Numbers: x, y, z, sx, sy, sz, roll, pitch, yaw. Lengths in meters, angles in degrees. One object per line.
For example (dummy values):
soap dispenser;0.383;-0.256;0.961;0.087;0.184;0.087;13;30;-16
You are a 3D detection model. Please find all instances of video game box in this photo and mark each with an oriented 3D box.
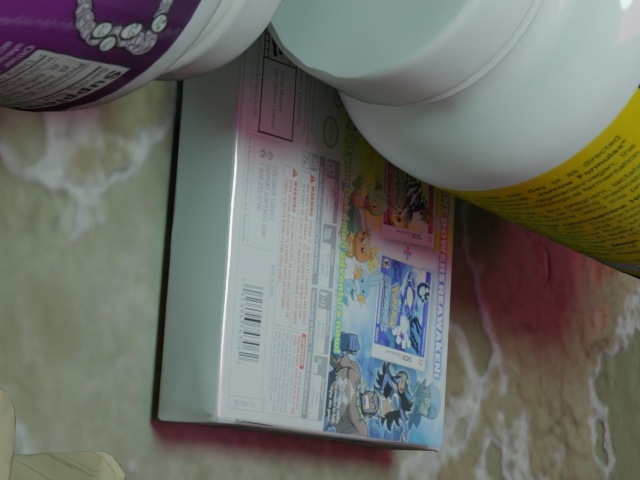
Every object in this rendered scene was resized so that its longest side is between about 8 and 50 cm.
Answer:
video game box;0.000;0.000;0.959;0.187;0.048;0.205;15;76;-48

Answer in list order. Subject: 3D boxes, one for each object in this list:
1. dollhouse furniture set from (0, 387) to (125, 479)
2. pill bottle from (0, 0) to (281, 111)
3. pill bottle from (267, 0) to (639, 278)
dollhouse furniture set;-0.114;0.327;0.717;0.362;0.256;0.394;41;36;-42
pill bottle;-0.131;-0.136;0.696;0.301;0.169;0.169;2;86;-63
pill bottle;0.127;-0.097;0.939;0.334;0.188;0.188;20;72;-49
